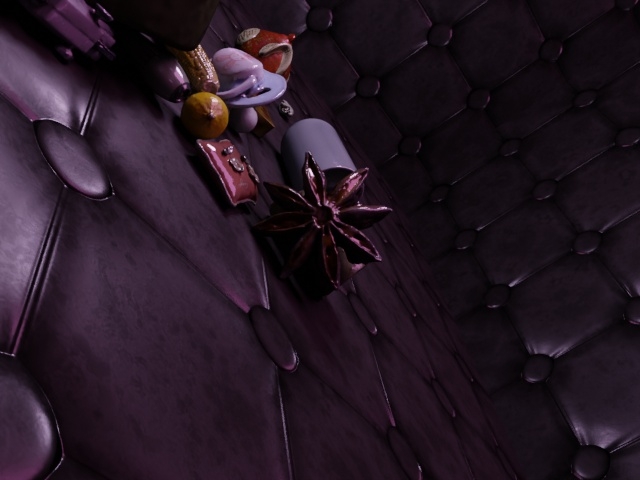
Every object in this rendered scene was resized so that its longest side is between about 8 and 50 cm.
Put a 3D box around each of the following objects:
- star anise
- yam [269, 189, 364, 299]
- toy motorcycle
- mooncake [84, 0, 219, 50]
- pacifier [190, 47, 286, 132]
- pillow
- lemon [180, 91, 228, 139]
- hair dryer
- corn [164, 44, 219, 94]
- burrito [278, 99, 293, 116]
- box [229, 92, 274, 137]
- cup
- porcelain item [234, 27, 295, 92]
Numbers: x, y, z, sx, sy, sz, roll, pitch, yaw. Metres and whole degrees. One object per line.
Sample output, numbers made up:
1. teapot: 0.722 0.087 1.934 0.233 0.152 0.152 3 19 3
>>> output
1. star anise: 0.004 -0.040 1.564 0.332 0.331 0.117 59 -4 12
2. yam: 0.000 0.000 1.691 0.268 0.161 0.161 59 14 12
3. toy motorcycle: -0.463 -0.416 1.185 0.171 0.110 0.260 49 5 24
4. mooncake: -0.376 -0.544 1.373 0.356 0.194 0.356 29 11 -6
5. pacifier: -0.226 -0.386 1.831 0.287 0.238 0.226 35 -34 37
6. pillow: -0.202 -0.157 1.533 0.171 0.075 0.179 61 16 1
7. lemon: -0.263 -0.282 1.541 0.109 0.109 0.133 49 -9 -27
8. hair dryer: -0.384 -0.409 1.543 0.229 0.092 0.267 47 2 -14
9. corn: -0.339 -0.478 1.730 0.288 0.086 0.086 57 13 25
10. burrito: -0.136 -0.510 2.639 0.074 0.044 0.118 52 12 -10
11. box: -0.237 -0.448 2.099 0.159 0.071 0.240 36 25 -50
12. cup: -0.005 -0.233 2.120 0.205 0.205 0.312 44 18 -42
13. porcelain item: -0.184 -0.669 2.449 0.253 0.253 0.253 52 14 -19
